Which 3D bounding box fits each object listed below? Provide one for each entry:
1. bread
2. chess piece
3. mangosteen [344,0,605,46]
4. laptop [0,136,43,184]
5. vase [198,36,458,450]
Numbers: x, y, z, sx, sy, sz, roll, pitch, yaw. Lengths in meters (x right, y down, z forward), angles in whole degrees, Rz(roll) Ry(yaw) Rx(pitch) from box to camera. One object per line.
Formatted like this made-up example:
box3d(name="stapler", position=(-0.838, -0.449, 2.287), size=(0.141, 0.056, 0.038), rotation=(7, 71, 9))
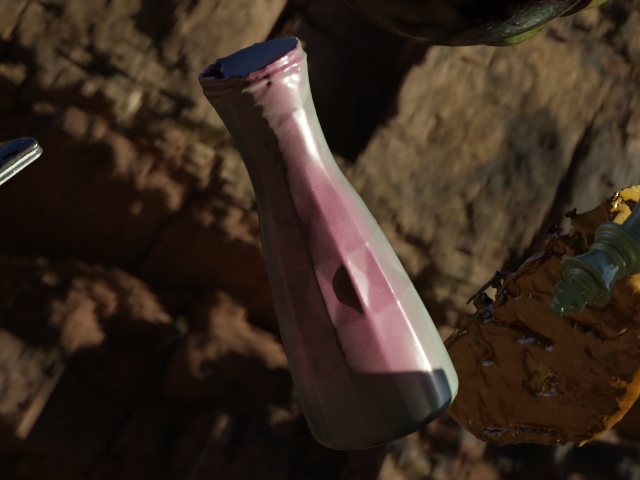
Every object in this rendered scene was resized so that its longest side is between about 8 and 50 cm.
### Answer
box3d(name="bread", position=(0.202, 0.075, 1.442), size=(0.260, 0.160, 0.147), rotation=(-47, -111, 33))
box3d(name="chess piece", position=(0.201, 0.004, 1.228), size=(0.059, 0.149, 0.059), rotation=(36, -28, 23))
box3d(name="mangosteen", position=(0.135, -0.299, 1.511), size=(0.300, 0.300, 0.300), rotation=(12, -46, 13))
box3d(name="laptop", position=(-0.222, 0.009, 0.862), size=(0.129, 0.180, 0.016), rotation=(-10, -64, 54))
box3d(name="vase", position=(0.000, 0.000, 0.991), size=(0.086, 0.086, 0.214), rotation=(-11, -70, 30))
